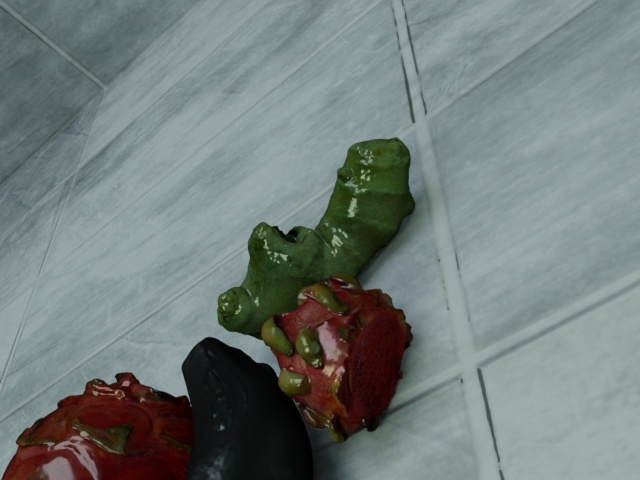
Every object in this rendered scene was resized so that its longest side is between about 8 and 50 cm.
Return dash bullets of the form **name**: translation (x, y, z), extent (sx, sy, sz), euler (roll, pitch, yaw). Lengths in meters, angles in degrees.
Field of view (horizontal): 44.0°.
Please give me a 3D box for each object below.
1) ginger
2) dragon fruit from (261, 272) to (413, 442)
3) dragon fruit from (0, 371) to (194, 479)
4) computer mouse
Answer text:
- **ginger**: translation (-0.002, 0.005, 0.895), extent (0.290, 0.137, 0.089), euler (-38, 25, 6)
- **dragon fruit**: translation (0.014, 0.099, 0.779), extent (0.208, 0.149, 0.133), euler (-119, 29, -63)
- **dragon fruit**: translation (-0.203, 0.261, 0.786), extent (0.252, 0.241, 0.241), euler (-37, 22, -30)
- **computer mouse**: translation (-0.056, 0.189, 0.757), extent (0.088, 0.147, 0.264), euler (-41, 33, 12)
